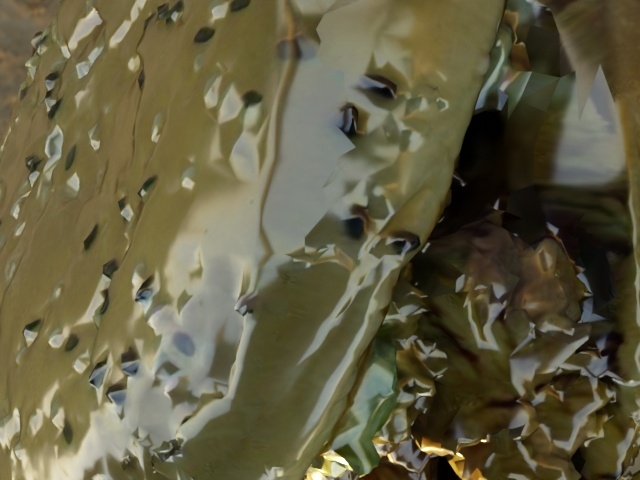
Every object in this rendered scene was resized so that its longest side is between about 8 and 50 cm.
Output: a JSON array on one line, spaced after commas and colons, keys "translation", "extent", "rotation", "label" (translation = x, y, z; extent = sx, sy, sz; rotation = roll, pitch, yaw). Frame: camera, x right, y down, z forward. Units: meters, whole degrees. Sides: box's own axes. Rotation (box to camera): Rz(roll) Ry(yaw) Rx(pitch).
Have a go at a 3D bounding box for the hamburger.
[{"translation": [0.000, 0.000, 0.581], "extent": [0.195, 0.277, 0.318], "rotation": [19, 136, -26], "label": "hamburger"}]
